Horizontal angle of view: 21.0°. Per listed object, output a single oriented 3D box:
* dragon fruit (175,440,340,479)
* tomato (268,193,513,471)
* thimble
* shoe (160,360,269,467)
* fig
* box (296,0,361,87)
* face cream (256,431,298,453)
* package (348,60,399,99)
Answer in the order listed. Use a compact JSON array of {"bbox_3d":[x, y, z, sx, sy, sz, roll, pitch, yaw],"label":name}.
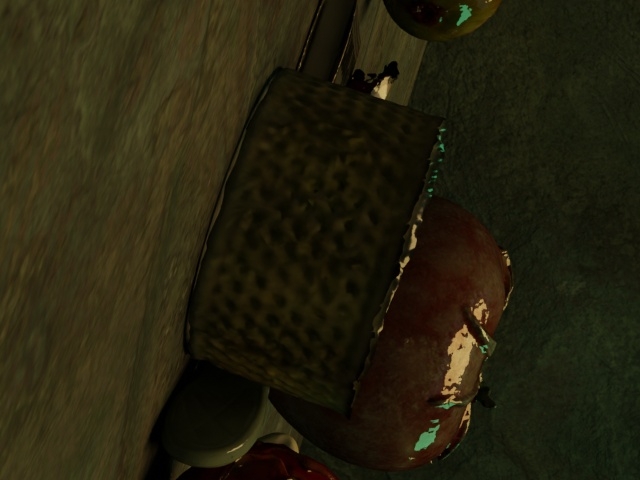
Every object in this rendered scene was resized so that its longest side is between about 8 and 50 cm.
[{"bbox_3d":[-0.054,0.291,1.497,0.252,0.241,0.241,-164,-88,-76],"label":"dragon fruit"},{"bbox_3d":[0.075,0.098,1.920,0.316,0.282,0.317,19,90,-84],"label":"tomato"},{"bbox_3d":[0.000,0.000,1.428,0.271,0.150,0.271,19,90,-86],"label":"thimble"},{"bbox_3d":[-0.086,0.152,1.457,0.195,0.079,0.078,-71,174,-63],"label":"shoe"},{"bbox_3d":[0.153,-0.355,1.986,0.151,0.151,0.259,102,4,-59],"label":"fig"},{"bbox_3d":[0.007,-0.160,1.607,0.177,0.036,0.115,70,39,-84],"label":"box"},{"bbox_3d":[-0.102,0.377,2.138,0.173,0.081,0.348,-51,165,-31],"label":"face cream"},{"bbox_3d":[0.011,-0.093,1.781,0.194,0.071,0.269,-60,-167,-10],"label":"package"}]
